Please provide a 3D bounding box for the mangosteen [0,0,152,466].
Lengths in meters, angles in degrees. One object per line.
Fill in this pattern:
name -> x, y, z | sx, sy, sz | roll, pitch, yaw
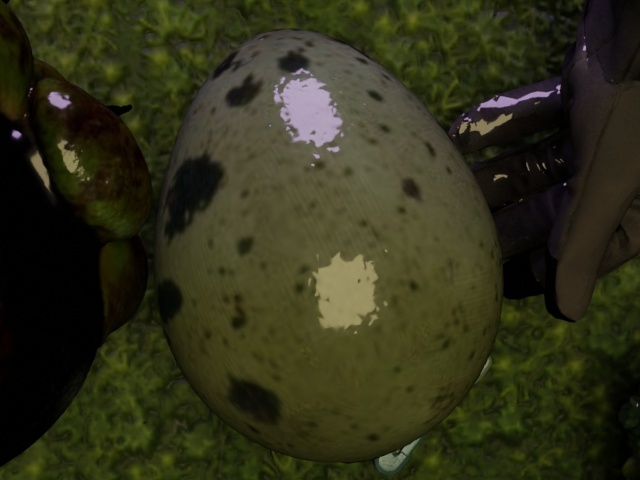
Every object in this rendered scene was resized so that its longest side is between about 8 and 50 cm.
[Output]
mangosteen -> -0.190, 0.003, 0.585 | 0.243, 0.243, 0.243 | -1, 94, -10

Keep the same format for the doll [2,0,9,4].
doll -> -0.275, -0.166, 0.611 | 0.257, 0.117, 0.182 | -21, 92, -5

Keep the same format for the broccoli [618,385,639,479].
broccoli -> 0.305, 0.153, 0.684 | 0.288, 0.235, 0.260 | 25, 88, 26

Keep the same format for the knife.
knife -> 0.065, 0.100, 0.741 | 0.027, 0.010, 0.096 | 39, 87, -10

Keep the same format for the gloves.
gloves -> 0.148, -0.064, 0.645 | 0.119, 0.142, 0.285 | 16, 136, -14

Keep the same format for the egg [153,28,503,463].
egg -> 0.000, 0.000, 0.641 | 0.177, 0.177, 0.228 | -12, 82, -9
